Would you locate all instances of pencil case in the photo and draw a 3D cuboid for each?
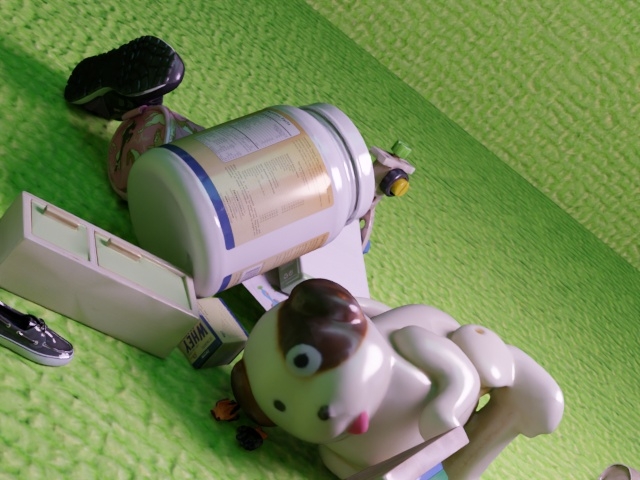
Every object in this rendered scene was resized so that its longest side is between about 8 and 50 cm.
[{"bbox_3d":[-0.162,-0.091,1.994,0.386,0.160,0.167,21,22,-41],"label":"pencil case"}]

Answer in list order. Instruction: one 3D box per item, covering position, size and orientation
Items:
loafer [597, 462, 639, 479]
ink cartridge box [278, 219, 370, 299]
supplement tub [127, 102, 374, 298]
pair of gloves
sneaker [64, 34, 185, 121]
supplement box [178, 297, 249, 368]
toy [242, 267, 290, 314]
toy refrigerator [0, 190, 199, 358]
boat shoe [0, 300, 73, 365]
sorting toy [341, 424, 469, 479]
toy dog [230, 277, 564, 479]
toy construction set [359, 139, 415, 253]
[{"bbox_3d":[0.531,0.473,2.196,0.092,0.102,0.268,46,21,-8],"label":"loafer"},{"bbox_3d":[0.000,0.000,2.001,0.171,0.056,0.235,27,43,-41],"label":"ink cartridge box"},{"bbox_3d":[-0.100,-0.068,1.798,0.316,0.228,0.228,-23,63,-31],"label":"supplement tub"},{"bbox_3d":[-0.111,0.247,1.639,0.083,0.010,0.074,47,19,9],"label":"pair of gloves"},{"bbox_3d":[-0.288,-0.253,1.981,0.124,0.107,0.283,30,-19,-38],"label":"sneaker"},{"bbox_3d":[-0.158,0.130,1.716,0.083,0.056,0.083,51,22,20],"label":"supplement box"},{"bbox_3d":[-0.065,0.114,1.908,0.237,0.056,0.137,52,24,8],"label":"toy"},{"bbox_3d":[-0.293,0.045,1.594,0.269,0.094,0.102,28,25,-30],"label":"toy refrigerator"},{"bbox_3d":[-0.350,0.108,1.447,0.142,0.040,0.049,28,25,-32],"label":"boat shoe"},{"bbox_3d":[0.038,0.332,1.427,0.089,0.257,0.255,64,25,8],"label":"sorting toy"},{"bbox_3d":[0.081,0.185,1.703,0.408,0.284,0.395,15,40,-44],"label":"toy dog"},{"bbox_3d":[0.030,-0.145,2.319,0.309,0.237,0.257,27,26,-34],"label":"toy construction set"}]
